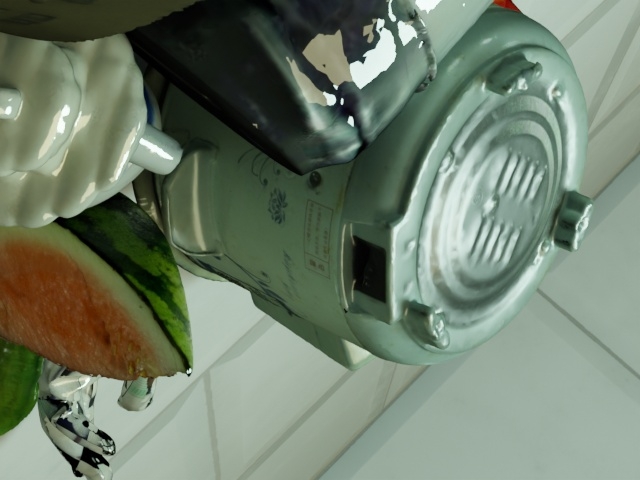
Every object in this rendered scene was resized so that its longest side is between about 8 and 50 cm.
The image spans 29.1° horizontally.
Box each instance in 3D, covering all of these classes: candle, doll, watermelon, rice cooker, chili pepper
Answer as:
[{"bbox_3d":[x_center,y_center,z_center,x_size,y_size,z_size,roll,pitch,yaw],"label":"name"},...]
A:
[{"bbox_3d":[0.027,-0.212,0.653,0.342,0.221,0.221,-49,165,-6],"label":"candle"},{"bbox_3d":[-0.142,-0.069,0.647,0.119,0.138,0.293,-64,-178,3],"label":"doll"},{"bbox_3d":[-0.165,0.024,0.782,0.063,0.245,0.119,-17,108,-50],"label":"watermelon"},{"bbox_3d":[0.019,-0.064,0.868,0.316,0.316,0.264,-36,135,-37],"label":"rice cooker"},{"bbox_3d":[-0.250,0.105,0.963,0.204,0.073,0.072,-56,177,32],"label":"chili pepper"}]

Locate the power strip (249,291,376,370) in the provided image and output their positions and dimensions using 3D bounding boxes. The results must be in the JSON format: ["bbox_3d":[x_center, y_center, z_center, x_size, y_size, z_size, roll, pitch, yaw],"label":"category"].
[{"bbox_3d":[0.000,0.000,1.186,0.139,0.224,0.140,-34,128,-22],"label":"power strip"}]

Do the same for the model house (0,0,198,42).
[{"bbox_3d":[-0.158,-0.172,0.367,0.243,0.211,0.204,-1,92,-33],"label":"model house"}]

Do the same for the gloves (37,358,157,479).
[{"bbox_3d":[-0.199,0.123,1.078,0.212,0.111,0.127,-61,-175,31],"label":"gloves"}]

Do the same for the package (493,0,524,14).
[{"bbox_3d":[0.113,-0.165,1.183,0.196,0.123,0.423,-48,164,10],"label":"package"}]
